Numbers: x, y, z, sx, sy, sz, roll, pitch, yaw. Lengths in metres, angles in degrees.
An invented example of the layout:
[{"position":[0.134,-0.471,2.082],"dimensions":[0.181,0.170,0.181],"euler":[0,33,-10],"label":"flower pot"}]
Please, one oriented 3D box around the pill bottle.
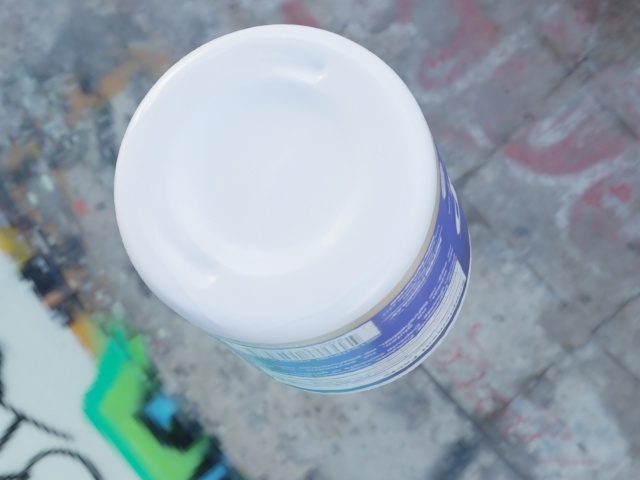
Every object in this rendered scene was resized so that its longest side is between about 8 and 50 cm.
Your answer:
[{"position":[0.000,0.000,0.633],"dimensions":[0.112,0.112,0.186],"euler":[36,175,17],"label":"pill bottle"}]
